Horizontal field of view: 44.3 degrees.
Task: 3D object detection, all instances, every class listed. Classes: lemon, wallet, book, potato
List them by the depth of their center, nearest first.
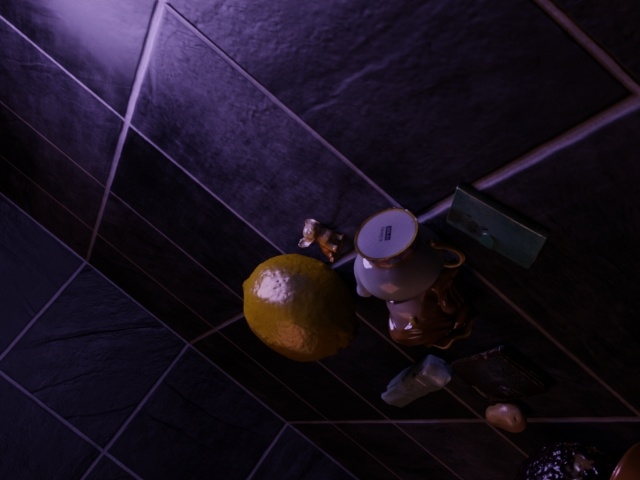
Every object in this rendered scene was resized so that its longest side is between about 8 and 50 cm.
[{"bbox_3d":[0.239,-0.017,1.075,0.135,0.017,0.103,32,157,14],"label":"book"},{"bbox_3d":[0.329,0.253,1.455,0.122,0.031,0.232,39,157,-1],"label":"wallet"},{"bbox_3d":[0.365,0.345,1.544,0.083,0.062,0.068,-16,98,30],"label":"potato"},{"bbox_3d":[-0.041,0.131,1.548,0.260,0.204,0.204,26,156,20],"label":"lemon"}]

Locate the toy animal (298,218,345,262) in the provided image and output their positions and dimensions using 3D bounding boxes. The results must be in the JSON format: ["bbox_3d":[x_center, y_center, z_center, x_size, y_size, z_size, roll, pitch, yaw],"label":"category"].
[{"bbox_3d":[0.000,0.000,1.422,0.083,0.061,0.081,22,154,13],"label":"toy animal"}]

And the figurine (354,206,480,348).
[{"bbox_3d":[0.150,0.072,1.230,0.189,0.142,0.263,-7,137,28],"label":"figurine"}]

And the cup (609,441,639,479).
[{"bbox_3d":[0.615,0.445,1.265,0.264,0.182,0.226,28,-171,38],"label":"cup"}]

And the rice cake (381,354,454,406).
[{"bbox_3d":[0.208,0.307,1.704,0.066,0.063,0.336,30,157,1],"label":"rice cake"}]

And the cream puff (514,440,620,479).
[{"bbox_3d":[0.486,0.474,1.477,0.239,0.165,0.239,29,152,17],"label":"cream puff"}]
